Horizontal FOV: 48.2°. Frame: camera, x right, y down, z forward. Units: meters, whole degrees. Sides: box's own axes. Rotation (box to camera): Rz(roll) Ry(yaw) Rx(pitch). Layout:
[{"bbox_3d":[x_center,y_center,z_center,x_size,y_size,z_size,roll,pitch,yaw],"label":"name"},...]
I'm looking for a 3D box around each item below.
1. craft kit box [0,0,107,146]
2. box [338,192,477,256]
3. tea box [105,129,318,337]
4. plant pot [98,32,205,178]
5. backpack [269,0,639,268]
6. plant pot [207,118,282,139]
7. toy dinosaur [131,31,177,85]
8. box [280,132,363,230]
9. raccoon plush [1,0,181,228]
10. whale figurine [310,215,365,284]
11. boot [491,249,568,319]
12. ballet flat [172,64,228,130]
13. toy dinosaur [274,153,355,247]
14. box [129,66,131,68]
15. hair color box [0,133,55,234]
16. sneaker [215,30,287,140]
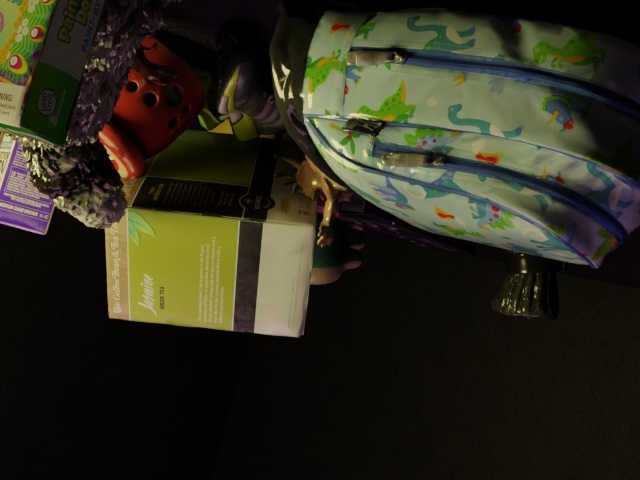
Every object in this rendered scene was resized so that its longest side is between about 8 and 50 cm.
[{"bbox_3d":[-0.279,-0.219,0.574,0.249,0.247,0.061,13,173,21],"label":"craft kit box"},{"bbox_3d":[0.186,-0.083,1.371,0.143,0.165,0.270,11,174,45],"label":"box"},{"bbox_3d":[-0.171,-0.028,1.240,0.323,0.220,0.329,7,-150,-2],"label":"tea box"},{"bbox_3d":[-0.299,-0.205,1.083,0.191,0.174,0.191,30,160,12],"label":"plant pot"},{"bbox_3d":[0.155,-0.110,0.710,0.355,0.273,0.290,-1,163,27],"label":"backpack"},{"bbox_3d":[-0.171,-0.156,1.602,0.212,0.187,0.212,15,176,10],"label":"plant pot"},{"bbox_3d":[-0.285,-0.268,0.930,0.211,0.112,0.064,22,-179,4],"label":"toy dinosaur"},{"bbox_3d":[0.013,-0.127,1.553,0.142,0.154,0.300,14,176,18],"label":"box"},{"bbox_3d":[-0.231,-0.178,0.814,0.299,0.216,0.446,14,154,28],"label":"raccoon plush"},{"bbox_3d":[0.000,0.000,1.599,0.216,0.141,0.272,14,-159,30],"label":"whale figurine"},{"bbox_3d":[0.357,0.004,1.217,0.131,0.260,0.348,14,177,27],"label":"boot"},{"bbox_3d":[-0.190,-0.245,1.256,0.077,0.077,0.231,0,173,7],"label":"ballet flat"},{"bbox_3d":[0.011,-0.135,1.030,0.127,0.296,0.200,-18,-134,-19],"label":"toy dinosaur"},{"bbox_3d":[-0.422,-0.303,1.089,0.063,0.067,0.324,18,-175,27],"label":"box"},{"bbox_3d":[-0.533,-0.192,1.341,0.110,0.339,0.185,20,175,-33],"label":"hair color box"},{"bbox_3d":[-0.081,-0.223,1.034,0.121,0.111,0.300,-3,176,2],"label":"sneaker"}]
